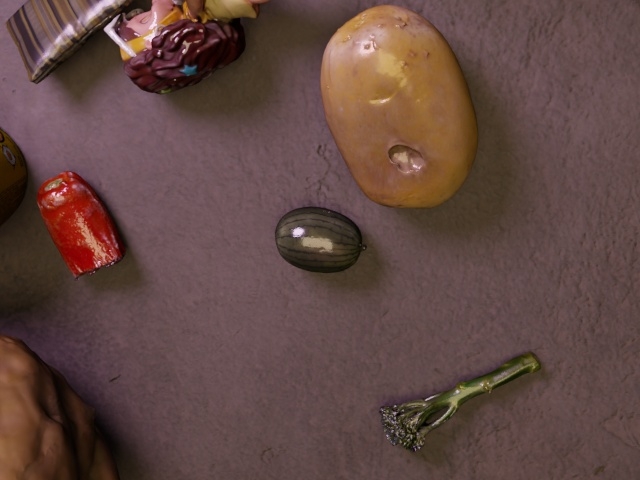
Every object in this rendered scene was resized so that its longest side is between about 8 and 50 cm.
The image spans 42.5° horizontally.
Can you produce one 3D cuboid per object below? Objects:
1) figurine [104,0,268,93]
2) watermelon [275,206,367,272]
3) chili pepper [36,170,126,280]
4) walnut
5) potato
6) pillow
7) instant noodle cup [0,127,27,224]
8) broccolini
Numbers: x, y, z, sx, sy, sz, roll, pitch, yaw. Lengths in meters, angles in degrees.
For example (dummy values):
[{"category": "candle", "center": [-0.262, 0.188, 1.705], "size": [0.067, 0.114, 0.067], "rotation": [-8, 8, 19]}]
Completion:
[{"category": "figurine", "center": [-0.120, -0.248, 0.890], "size": [0.240, 0.174, 0.116], "rotation": [-33, 103, 26]}, {"category": "watermelon", "center": [0.000, 0.000, 0.984], "size": [0.111, 0.078, 0.078], "rotation": [12, 103, -4]}, {"category": "chili pepper", "center": [-0.289, -0.022, 0.987], "size": [0.070, 0.073, 0.123], "rotation": [-34, 107, -35]}, {"category": "walnut", "center": [-0.407, 0.291, 0.907], "size": [0.384, 0.383, 0.383], "rotation": [0, 103, 1]}, {"category": "potato", "center": [0.093, -0.145, 0.918], "size": [0.150, 0.146, 0.234], "rotation": [4, 125, 43]}, {"category": "pillow", "center": [-0.265, -0.275, 0.926], "size": [0.203, 0.038, 0.113], "rotation": [-37, 61, 9]}, {"category": "instant noodle cup", "center": [-0.429, -0.066, 0.940], "size": [0.182, 0.144, 0.182], "rotation": [0, 104, 1]}, {"category": "broccolini", "center": [0.179, 0.201, 1.036], "size": [0.216, 0.058, 0.067], "rotation": [-24, 99, 5]}]
